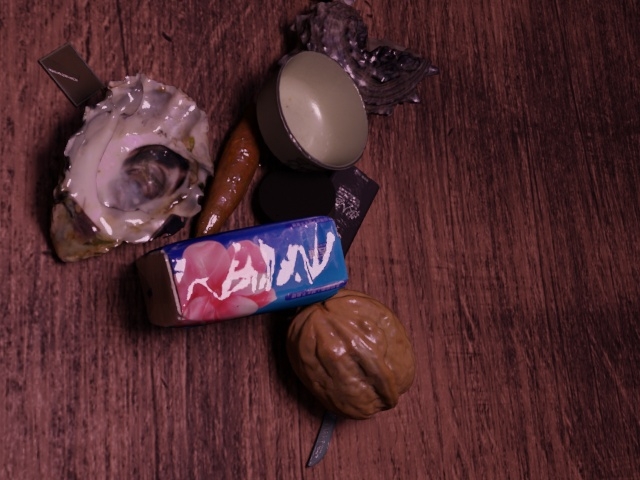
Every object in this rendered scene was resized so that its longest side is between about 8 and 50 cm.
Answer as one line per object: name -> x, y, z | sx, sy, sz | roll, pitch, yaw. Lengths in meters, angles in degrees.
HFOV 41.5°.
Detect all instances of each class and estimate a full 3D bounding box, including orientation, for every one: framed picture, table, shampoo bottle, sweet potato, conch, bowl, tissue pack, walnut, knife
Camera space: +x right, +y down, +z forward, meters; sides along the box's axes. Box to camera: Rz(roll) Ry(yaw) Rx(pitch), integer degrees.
framed picture -> -0.387, -0.259, 1.316 | 0.089, 0.007, 0.066 | 52, 54, -13
table -> -0.040, -0.067, 1.451 | 0.134, 0.043, 0.133 | 1, 58, -1
shampoo bottle -> 0.000, 0.001, 1.491 | 0.098, 0.071, 0.309 | 38, 60, -18
sweet potato -> -0.144, -0.108, 1.419 | 0.072, 0.066, 0.314 | 21, 66, -11
conch -> 0.067, -0.338, 1.590 | 0.313, 0.186, 0.240 | 7, 59, -18
bowl -> -0.027, -0.204, 1.432 | 0.211, 0.112, 0.211 | 17, 64, -40
tissue pack -> -0.120, 0.053, 1.272 | 0.270, 0.209, 0.137 | -12, 91, -26
walnut -> 0.054, 0.187, 1.388 | 0.198, 0.198, 0.245 | -50, 118, -35
knife -> 0.021, 0.296, 1.454 | 0.028, 0.015, 0.210 | 38, 57, -26

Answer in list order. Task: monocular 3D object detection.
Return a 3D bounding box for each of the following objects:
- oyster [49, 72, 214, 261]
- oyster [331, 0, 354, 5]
oyster -> -0.288, -0.109, 1.287 | 0.238, 0.115, 0.351 | 46, 59, -28
oyster -> -0.021, -0.550, 1.615 | 0.271, 0.100, 0.275 | 33, 47, -28
